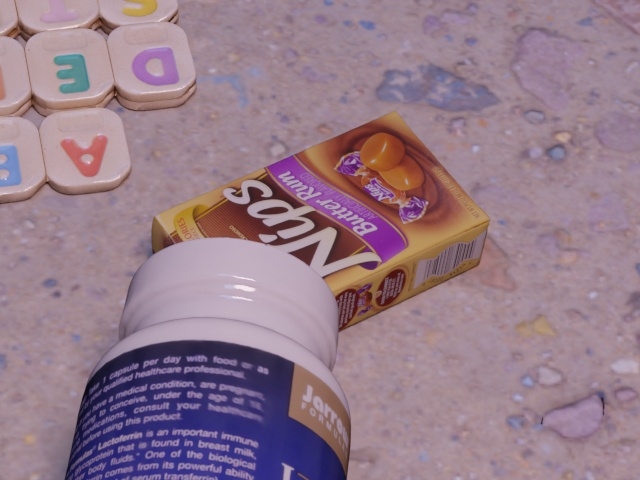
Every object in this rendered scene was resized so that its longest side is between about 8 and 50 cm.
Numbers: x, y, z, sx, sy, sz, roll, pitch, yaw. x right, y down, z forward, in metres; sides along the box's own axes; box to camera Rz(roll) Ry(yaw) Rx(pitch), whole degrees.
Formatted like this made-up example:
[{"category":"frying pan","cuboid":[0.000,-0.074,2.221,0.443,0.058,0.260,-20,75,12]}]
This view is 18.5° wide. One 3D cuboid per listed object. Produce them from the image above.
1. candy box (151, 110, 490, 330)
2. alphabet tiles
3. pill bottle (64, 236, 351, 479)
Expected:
[{"category":"candy box","cuboid":[0.000,0.000,1.244,0.187,0.053,0.109,-26,58,-23]},{"category":"alphabet tiles","cuboid":[-0.234,-0.136,1.354,0.284,0.021,0.278,-6,51,-11]},{"category":"pill bottle","cuboid":[-0.063,0.137,1.057,0.153,0.153,0.264,7,50,0]}]
